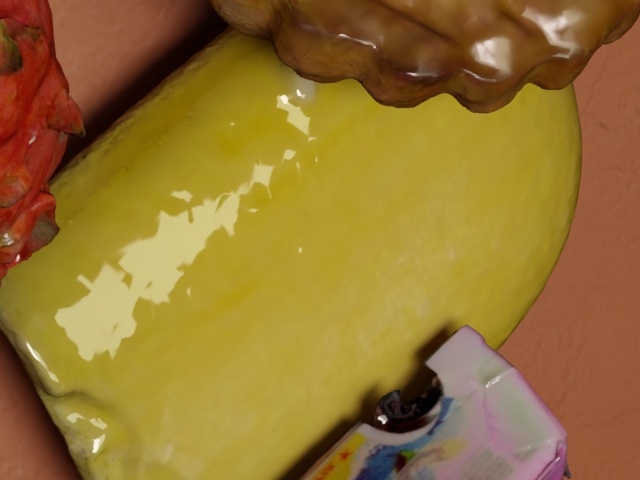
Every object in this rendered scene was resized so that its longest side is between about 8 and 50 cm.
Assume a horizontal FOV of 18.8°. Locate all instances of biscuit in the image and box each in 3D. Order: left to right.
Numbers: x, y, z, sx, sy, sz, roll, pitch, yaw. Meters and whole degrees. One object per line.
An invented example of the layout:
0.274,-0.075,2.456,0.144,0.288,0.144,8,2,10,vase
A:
0.045,-0.213,1.107,0.325,0.107,0.326,8,64,-16,biscuit

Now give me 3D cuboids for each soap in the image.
-0.002,0.000,1.183,0.427,0.115,0.306,-37,119,-24,soap

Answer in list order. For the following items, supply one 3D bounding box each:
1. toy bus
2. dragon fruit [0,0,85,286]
0.029,0.177,1.137,0.274,0.112,0.090,-42,154,-22,toy bus
-0.230,-0.071,0.919,0.252,0.241,0.241,35,78,-26,dragon fruit
